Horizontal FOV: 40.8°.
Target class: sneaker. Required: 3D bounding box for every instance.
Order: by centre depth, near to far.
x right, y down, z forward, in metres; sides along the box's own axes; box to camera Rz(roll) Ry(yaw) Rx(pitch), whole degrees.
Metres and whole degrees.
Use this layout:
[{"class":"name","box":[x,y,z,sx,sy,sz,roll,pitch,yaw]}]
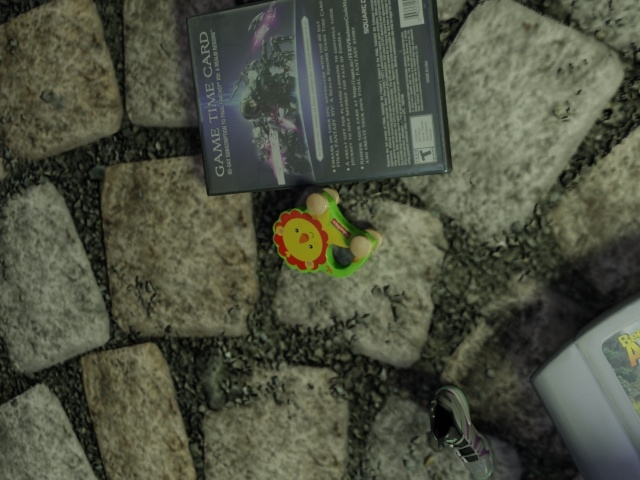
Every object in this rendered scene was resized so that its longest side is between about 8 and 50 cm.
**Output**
[{"class":"sneaker","box":[0.131,0.195,0.837,0.038,0.069,0.098,-31,83,26]}]

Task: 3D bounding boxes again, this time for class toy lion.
[{"class":"toy lion","box":[0.000,0.000,0.895,0.100,0.034,0.096,44,122,8]}]

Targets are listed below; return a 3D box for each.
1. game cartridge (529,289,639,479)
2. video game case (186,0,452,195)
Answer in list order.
[{"class":"game cartridge","box":[0.341,0.121,0.740,0.294,0.060,0.196,-32,79,25]},{"class":"video game case","box":[-0.008,-0.154,0.881,0.274,0.026,0.196,-4,95,27]}]
